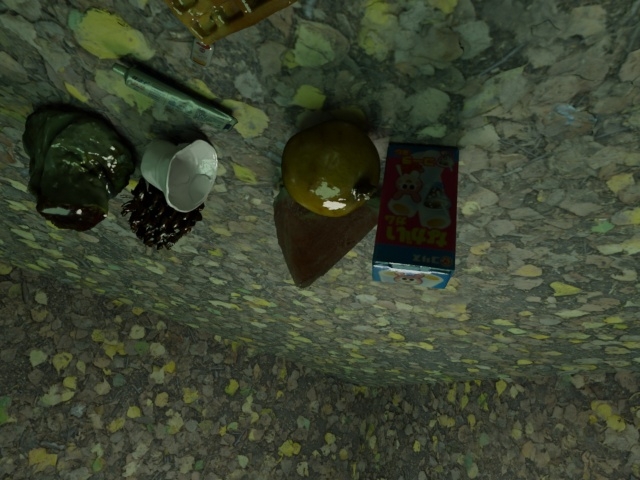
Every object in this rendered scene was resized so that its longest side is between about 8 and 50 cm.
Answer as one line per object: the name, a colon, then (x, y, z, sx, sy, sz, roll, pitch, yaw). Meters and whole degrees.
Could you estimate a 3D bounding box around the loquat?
loquat: (0.031, -0.142, 0.895, 0.246, 0.213, 0.213, 40, 175, 43)

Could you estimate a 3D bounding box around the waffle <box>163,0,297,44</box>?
waffle: (-0.121, -0.426, 0.591, 0.328, 0.098, 0.224, -9, 143, 32)

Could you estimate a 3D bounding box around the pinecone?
pinecone: (-0.445, -0.090, 1.194, 0.221, 0.221, 0.221, 9, 151, 5)

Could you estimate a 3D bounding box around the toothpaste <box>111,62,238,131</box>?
toothpaste: (-0.312, -0.308, 0.922, 0.268, 0.047, 0.069, 24, 130, -25)

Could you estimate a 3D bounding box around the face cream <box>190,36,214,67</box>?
face cream: (-0.223, -0.367, 0.807, 0.040, 0.021, 0.083, 20, 150, -16)

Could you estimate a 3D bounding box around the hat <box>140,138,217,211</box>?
hat: (-0.365, -0.178, 1.071, 0.126, 0.203, 0.203, 22, 154, 17)

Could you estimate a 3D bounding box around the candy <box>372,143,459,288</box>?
candy: (0.204, -0.057, 0.907, 0.157, 0.306, 0.100, 6, 151, 9)

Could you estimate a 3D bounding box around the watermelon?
watermelon: (0.016, -0.040, 1.096, 0.283, 0.292, 0.250, 21, 121, -15)

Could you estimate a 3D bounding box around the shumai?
shumai: (-0.665, -0.157, 1.104, 0.304, 0.263, 0.309, 5, 151, 8)
